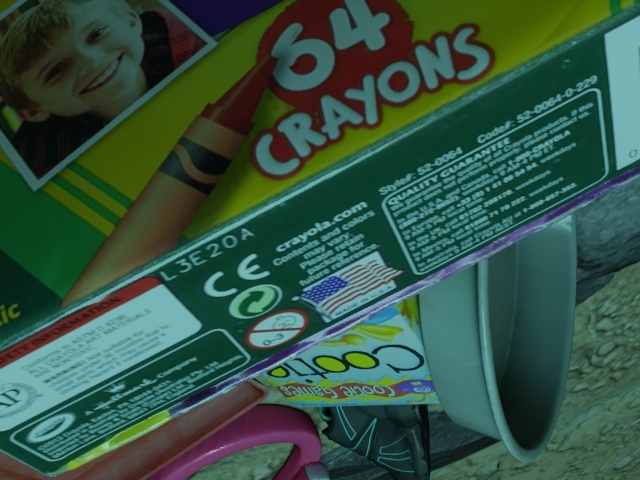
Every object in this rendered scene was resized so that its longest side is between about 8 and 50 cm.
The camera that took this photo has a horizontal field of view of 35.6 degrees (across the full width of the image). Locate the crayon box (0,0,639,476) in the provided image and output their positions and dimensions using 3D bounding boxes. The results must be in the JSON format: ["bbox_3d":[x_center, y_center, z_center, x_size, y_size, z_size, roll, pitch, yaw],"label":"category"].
[{"bbox_3d":[-0.017,-0.125,0.434,0.363,0.313,0.106,-28,145,3],"label":"crayon box"}]

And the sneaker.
[{"bbox_3d":[0.058,0.178,1.031,0.106,0.101,0.267,-6,143,9],"label":"sneaker"}]

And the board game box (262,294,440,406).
[{"bbox_3d":[0.000,0.000,0.693,0.144,0.142,0.275,-6,148,23],"label":"board game box"}]

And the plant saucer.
[{"bbox_3d":[-0.216,0.143,0.856,0.258,0.047,0.259,-35,142,12],"label":"plant saucer"}]

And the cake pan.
[{"bbox_3d":[0.139,0.015,0.745,0.054,0.293,0.293,0,150,25],"label":"cake pan"}]

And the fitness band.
[{"bbox_3d":[-0.114,0.282,1.071,0.209,0.054,0.291,8,130,-35],"label":"fitness band"}]
